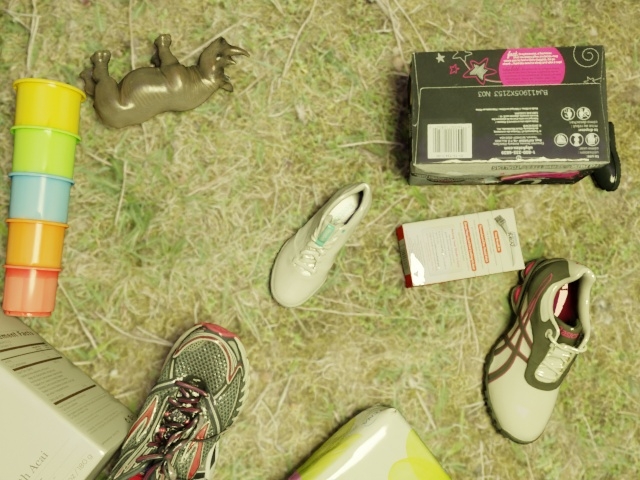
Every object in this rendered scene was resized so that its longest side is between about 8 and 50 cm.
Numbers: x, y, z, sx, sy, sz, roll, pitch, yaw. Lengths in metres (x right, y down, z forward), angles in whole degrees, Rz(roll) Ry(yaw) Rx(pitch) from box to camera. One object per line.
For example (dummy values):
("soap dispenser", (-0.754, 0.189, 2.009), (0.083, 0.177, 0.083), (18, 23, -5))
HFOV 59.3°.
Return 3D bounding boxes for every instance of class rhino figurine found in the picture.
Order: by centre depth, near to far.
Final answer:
("rhino figurine", (-0.218, -0.233, 0.812), (0.243, 0.073, 0.106), (-18, 82, -7))

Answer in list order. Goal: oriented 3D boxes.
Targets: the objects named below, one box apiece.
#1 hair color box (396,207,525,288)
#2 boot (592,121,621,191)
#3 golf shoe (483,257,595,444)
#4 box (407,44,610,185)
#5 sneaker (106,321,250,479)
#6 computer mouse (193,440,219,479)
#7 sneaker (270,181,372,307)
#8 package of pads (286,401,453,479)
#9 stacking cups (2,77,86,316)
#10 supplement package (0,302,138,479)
("hair color box", (0.203, 0.012, 0.827), (0.167, 0.053, 0.093), (-8, 83, -4))
("boot", (0.399, -0.133, 0.862), (0.099, 0.045, 0.121), (-1, 80, -5))
("golf shoe", (0.307, 0.154, 0.787), (0.105, 0.120, 0.272), (14, 84, -4))
("box", (0.249, -0.164, 0.789), (0.247, 0.142, 0.163), (0, 84, 7))
("sneaker", (-0.179, 0.248, 0.699), (0.121, 0.112, 0.299), (22, 88, 3))
("computer mouse", (-0.174, 0.303, 0.773), (0.106, 0.042, 0.193), (11, 88, 4))
("sneaker", (0.000, 0.000, 0.792), (0.080, 0.094, 0.212), (35, 83, -1))
("package of pads", (0.045, 0.387, 0.737), (0.296, 0.101, 0.229), (-37, 88, -16))
("stacking cups", (-0.382, -0.056, 0.768), (0.096, 0.096, 0.316), (2, 83, -4))
("supplement package", (-0.408, 0.218, 0.696), (0.293, 0.175, 0.177), (39, 83, 1))
